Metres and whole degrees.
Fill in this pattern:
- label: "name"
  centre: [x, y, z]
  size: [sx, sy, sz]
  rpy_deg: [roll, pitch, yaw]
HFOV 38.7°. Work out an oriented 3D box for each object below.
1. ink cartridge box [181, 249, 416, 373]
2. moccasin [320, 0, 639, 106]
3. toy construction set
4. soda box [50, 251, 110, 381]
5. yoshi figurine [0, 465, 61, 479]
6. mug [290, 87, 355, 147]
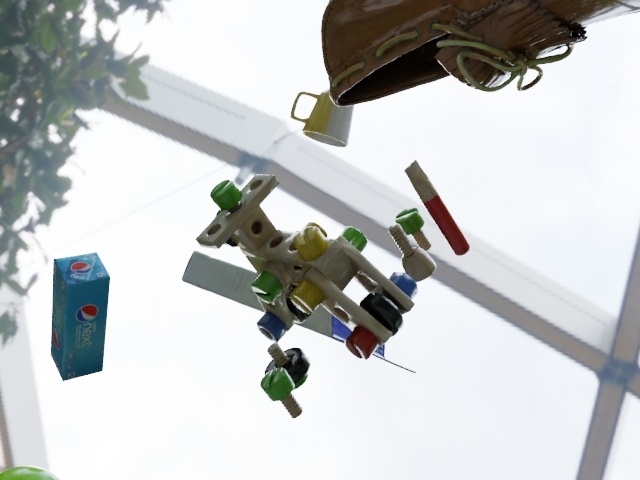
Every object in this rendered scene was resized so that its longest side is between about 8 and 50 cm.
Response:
- label: "ink cartridge box"
  centre: [-0.030, 0.110, 1.434]
  size: [0.371, 0.069, 0.175]
  rpy_deg: [20, -6, 35]
- label: "moccasin"
  centre: [0.154, -0.201, 0.885]
  size: [0.380, 0.139, 0.147]
  rpy_deg: [-4, -98, 35]
- label: "toy construction set"
  centre: [0.000, 0.000, 1.121]
  size: [0.309, 0.257, 0.237]
  rpy_deg: [-34, -68, -3]
- label: "soda box"
  centre: [-0.383, 0.122, 1.445]
  size: [0.067, 0.071, 0.210]
  rpy_deg: [51, -40, 38]
- label: "yoshi figurine"
  centre: [-0.380, 0.375, 1.010]
  size: [0.203, 0.362, 0.204]
  rpy_deg: [-10, -69, 3]
- label: "mug"
  centre: [0.010, -0.160, 1.157]
  size: [0.062, 0.064, 0.078]
  rpy_deg: [15, -5, 42]
